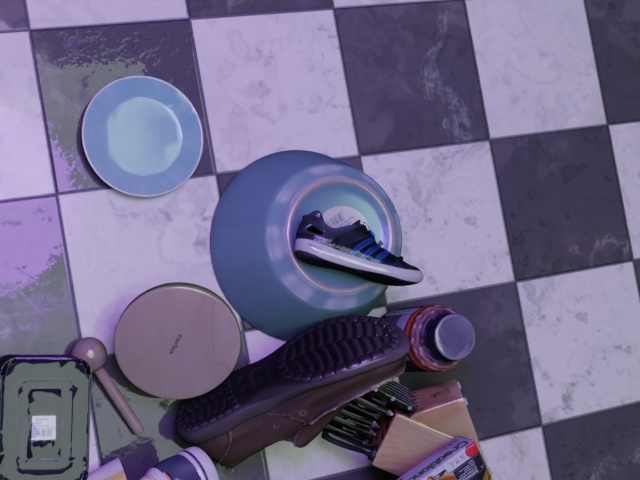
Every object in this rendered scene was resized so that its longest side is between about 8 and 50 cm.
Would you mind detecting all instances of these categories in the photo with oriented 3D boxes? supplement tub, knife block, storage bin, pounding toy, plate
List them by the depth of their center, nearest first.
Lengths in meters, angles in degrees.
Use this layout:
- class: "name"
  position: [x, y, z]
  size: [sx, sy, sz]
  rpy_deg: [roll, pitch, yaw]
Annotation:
- class: "storage bin"
  position: [-0.384, 0.248, 1.605]
  size: [0.122, 0.084, 0.180]
  rpy_deg: [2, 86, -22]
- class: "pounding toy"
  position: [-0.232, 0.146, 1.734]
  size: [0.237, 0.110, 0.183]
  rpy_deg: [-35, 111, 7]
- class: "plate"
  position: [-0.272, -0.157, 1.780]
  size: [0.188, 0.024, 0.188]
  rpy_deg: [3, 83, -23]
- class: "supplement tub"
  position: [0.164, 0.154, 1.826]
  size: [0.106, 0.198, 0.106]
  rpy_deg: [3, 83, -23]
- class: "knife block"
  position: [0.127, 0.325, 1.832]
  size: [0.242, 0.088, 0.275]
  rpy_deg: [-20, 105, 4]

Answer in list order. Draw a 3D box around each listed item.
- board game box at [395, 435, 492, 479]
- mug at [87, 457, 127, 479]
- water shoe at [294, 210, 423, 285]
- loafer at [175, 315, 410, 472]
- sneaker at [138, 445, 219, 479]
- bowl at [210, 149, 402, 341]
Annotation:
- class: "board game box"
  position: [0.139, 0.451, 1.722]
  size: [0.305, 0.053, 0.192]
  rpy_deg: [-31, 104, -23]
- class: "mug"
  position: [-0.309, 0.354, 1.680]
  size: [0.064, 0.078, 0.062]
  rpy_deg: [-19, 102, -14]
- class: "water shoe"
  position: [0.064, 0.011, 1.694]
  size: [0.203, 0.073, 0.080]
  rpy_deg: [16, 76, -20]
- class: "loafer"
  position: [-0.030, 0.229, 1.744]
  size: [0.366, 0.133, 0.130]
  rpy_deg: [-23, 122, 7]
- class: "sneaker"
  position: [-0.205, 0.454, 1.647]
  size: [0.128, 0.126, 0.321]
  rpy_deg: [-19, 111, -36]
- class: "bowl"
  position: [0.000, 0.000, 1.798]
  size: [0.312, 0.163, 0.311]
  rpy_deg: [3, 83, -21]
